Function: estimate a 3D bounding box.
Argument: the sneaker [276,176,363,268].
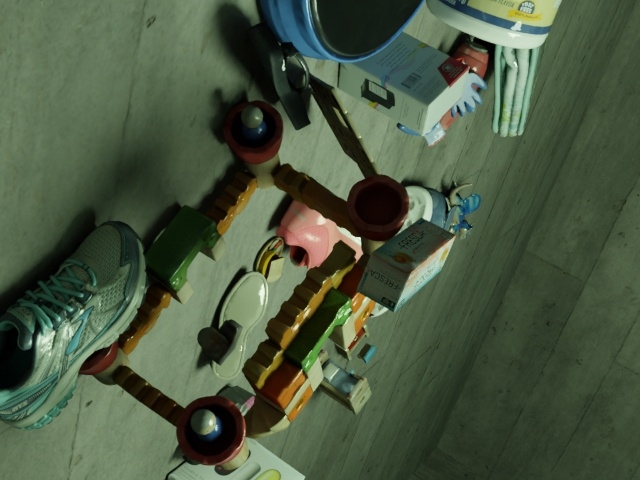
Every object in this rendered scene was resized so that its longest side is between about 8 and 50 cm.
[{"bbox_3d":[-0.001,0.000,1.709,0.136,0.116,0.314,-48,150,-5],"label":"sneaker"}]

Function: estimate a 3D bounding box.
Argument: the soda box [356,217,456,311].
[{"bbox_3d":[0.115,0.028,1.219,0.183,0.058,0.063,-30,145,-60],"label":"soda box"}]

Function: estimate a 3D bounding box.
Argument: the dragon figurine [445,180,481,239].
[{"bbox_3d":[0.352,-0.091,2.374,0.144,0.085,0.289,-45,155,-32],"label":"dragon figurine"}]

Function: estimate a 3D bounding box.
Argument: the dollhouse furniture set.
[{"bbox_3d":[0.080,0.289,2.204,0.184,0.129,0.129,-52,158,-16],"label":"dollhouse furniture set"}]

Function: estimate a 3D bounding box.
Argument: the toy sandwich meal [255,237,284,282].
[{"bbox_3d":[-0.084,0.035,1.643,0.085,0.029,0.085,-47,156,-29],"label":"toy sandwich meal"}]

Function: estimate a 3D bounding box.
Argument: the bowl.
[{"bbox_3d":[0.070,-0.426,1.276,0.391,0.077,0.391,-41,149,-32],"label":"bowl"}]

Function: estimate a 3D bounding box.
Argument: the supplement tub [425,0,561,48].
[{"bbox_3d":[0.332,-0.512,1.580,0.228,0.228,0.316,-27,142,-54],"label":"supplement tub"}]

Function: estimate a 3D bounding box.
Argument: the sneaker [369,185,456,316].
[{"bbox_3d":[0.204,0.032,2.141,0.236,0.130,0.323,15,99,-64],"label":"sneaker"}]

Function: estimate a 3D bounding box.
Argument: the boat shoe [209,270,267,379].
[{"bbox_3d":[-0.149,0.140,1.626,0.065,0.075,0.206,-125,-129,-66],"label":"boat shoe"}]

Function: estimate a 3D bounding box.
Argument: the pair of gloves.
[{"bbox_3d":[0.245,-0.275,1.881,0.198,0.023,0.159,-38,140,4],"label":"pair of gloves"}]

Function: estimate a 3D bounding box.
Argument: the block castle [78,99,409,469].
[{"bbox_3d":[-0.108,0.058,1.251,0.453,0.303,0.213,-53,164,-16],"label":"block castle"}]

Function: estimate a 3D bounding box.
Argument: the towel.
[{"bbox_3d":[0.445,-0.448,2.021,0.374,0.090,0.320,83,24,-58],"label":"towel"}]

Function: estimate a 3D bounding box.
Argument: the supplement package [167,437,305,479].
[{"bbox_3d":[-0.176,0.513,1.836,0.203,0.194,0.149,-31,146,-52],"label":"supplement package"}]

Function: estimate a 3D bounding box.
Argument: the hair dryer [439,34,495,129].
[{"bbox_3d":[0.331,-0.359,1.983,0.293,0.080,0.223,-54,159,-12],"label":"hair dryer"}]

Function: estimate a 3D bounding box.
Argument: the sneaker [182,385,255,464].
[{"bbox_3d":[-0.197,0.354,1.781,0.178,0.072,0.077,-44,167,-16],"label":"sneaker"}]

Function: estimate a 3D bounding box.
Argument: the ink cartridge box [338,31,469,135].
[{"bbox_3d":[0.135,-0.270,1.534,0.127,0.175,0.072,-45,157,-32],"label":"ink cartridge box"}]

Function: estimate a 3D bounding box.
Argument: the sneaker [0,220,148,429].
[{"bbox_3d":[-0.313,0.097,1.111,0.283,0.110,0.122,-60,152,-5],"label":"sneaker"}]

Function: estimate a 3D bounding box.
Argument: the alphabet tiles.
[{"bbox_3d":[0.039,-0.158,1.389,0.009,0.198,0.237,-31,-159,-1],"label":"alphabet tiles"}]

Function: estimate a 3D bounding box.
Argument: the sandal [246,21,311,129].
[{"bbox_3d":[-0.046,-0.234,1.283,0.054,0.097,0.254,-27,167,2],"label":"sandal"}]
